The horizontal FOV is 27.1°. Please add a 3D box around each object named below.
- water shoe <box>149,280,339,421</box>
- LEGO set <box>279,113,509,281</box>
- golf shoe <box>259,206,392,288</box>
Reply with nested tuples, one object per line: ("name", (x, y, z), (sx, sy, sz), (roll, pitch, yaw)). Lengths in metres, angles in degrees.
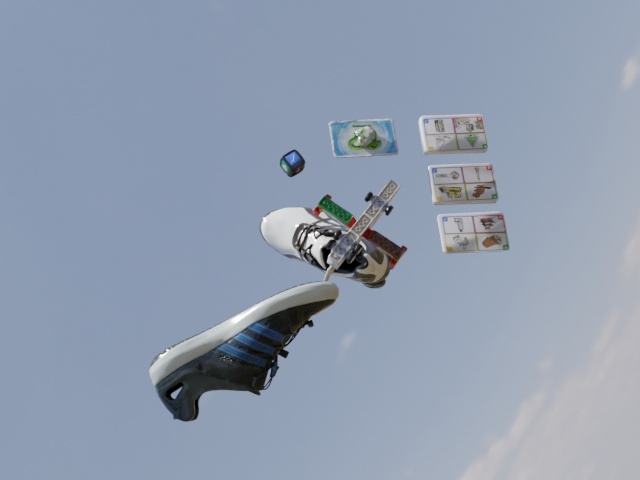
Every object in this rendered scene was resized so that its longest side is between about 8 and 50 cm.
("water shoe", (-0.064, 0.109, 1.292), (0.203, 0.080, 0.073), (-27, -6, 2))
("LEGO set", (0.079, -0.052, 1.512), (0.060, 0.244, 0.183), (105, 159, -62))
("golf shoe", (0.000, 0.000, 1.733), (0.094, 0.198, 0.077), (18, -90, -68))
